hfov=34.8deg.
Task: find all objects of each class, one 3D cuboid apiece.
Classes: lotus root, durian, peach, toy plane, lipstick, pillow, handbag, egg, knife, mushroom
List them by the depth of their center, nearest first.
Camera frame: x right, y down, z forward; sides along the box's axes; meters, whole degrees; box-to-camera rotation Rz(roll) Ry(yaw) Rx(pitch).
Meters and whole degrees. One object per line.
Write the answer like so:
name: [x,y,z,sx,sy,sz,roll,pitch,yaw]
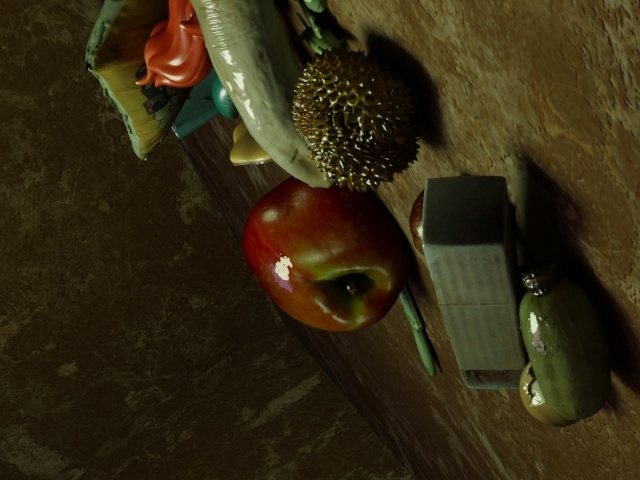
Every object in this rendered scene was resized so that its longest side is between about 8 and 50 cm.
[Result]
lotus root: [0.235,0.094,0.979,0.090,0.077,0.183,-94,-15,-59]
lipstick: [0.168,0.058,1.053,0.371,0.079,0.076,64,-151,-60]
durian: [0.038,-0.129,1.091,0.168,0.137,0.158,36,138,43]
egg: [0.258,0.165,1.110,0.080,0.080,0.096,48,175,41]
toy plane: [0.001,-0.234,1.185,0.102,0.040,0.111,60,170,-31]
mushroom: [-0.069,-0.209,1.194,0.122,0.095,0.351,-7,126,40]
pillow: [-0.233,-0.309,1.483,0.119,0.312,0.310,16,162,12]
peach: [0.000,0.000,1.575,0.275,0.245,0.249,-117,30,-56]
knife: [0.160,0.139,1.717,0.043,0.019,0.293,50,167,49]
handbag: [-0.263,-0.313,1.854,0.229,0.179,0.062,52,170,15]

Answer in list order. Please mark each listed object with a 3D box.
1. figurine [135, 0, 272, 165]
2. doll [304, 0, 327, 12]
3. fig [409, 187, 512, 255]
figurine: [-0.124,-0.240,1.331,0.208,0.181,0.257,9,136,49]
doll: [-0.035,-0.293,1.095,0.150,0.077,0.115,-91,-22,-86]
fig: [0.153,-0.017,1.064,0.125,0.089,0.089,8,134,54]
